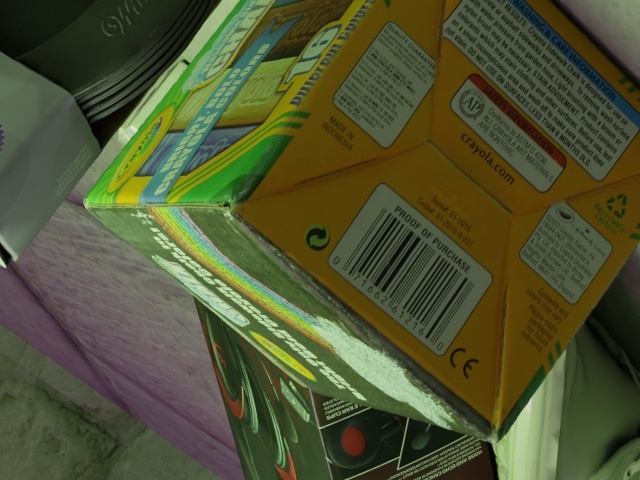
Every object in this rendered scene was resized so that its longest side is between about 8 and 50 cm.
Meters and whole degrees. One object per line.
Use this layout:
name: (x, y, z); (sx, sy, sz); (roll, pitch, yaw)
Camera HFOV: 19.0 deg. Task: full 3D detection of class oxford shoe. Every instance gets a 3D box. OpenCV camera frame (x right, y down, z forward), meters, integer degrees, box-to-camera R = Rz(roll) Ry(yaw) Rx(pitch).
oxford shoe: (0.169, 0.123, 1.251); (0.130, 0.169, 0.449); (-9, 146, 6)

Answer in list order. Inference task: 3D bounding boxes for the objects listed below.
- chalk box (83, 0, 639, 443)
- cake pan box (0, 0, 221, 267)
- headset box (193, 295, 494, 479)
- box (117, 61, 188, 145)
chalk box: (0.015, -0.033, 0.982); (0.180, 0.179, 0.289); (41, 167, -20)
cake pan box: (-0.169, -0.149, 0.905); (0.267, 0.246, 0.070); (33, 167, 20)
headset box: (0.019, 0.123, 1.248); (0.218, 0.110, 0.293); (46, 155, 52)
box: (0.000, 0.000, 1.368); (0.324, 0.067, 0.063); (38, 167, -8)
